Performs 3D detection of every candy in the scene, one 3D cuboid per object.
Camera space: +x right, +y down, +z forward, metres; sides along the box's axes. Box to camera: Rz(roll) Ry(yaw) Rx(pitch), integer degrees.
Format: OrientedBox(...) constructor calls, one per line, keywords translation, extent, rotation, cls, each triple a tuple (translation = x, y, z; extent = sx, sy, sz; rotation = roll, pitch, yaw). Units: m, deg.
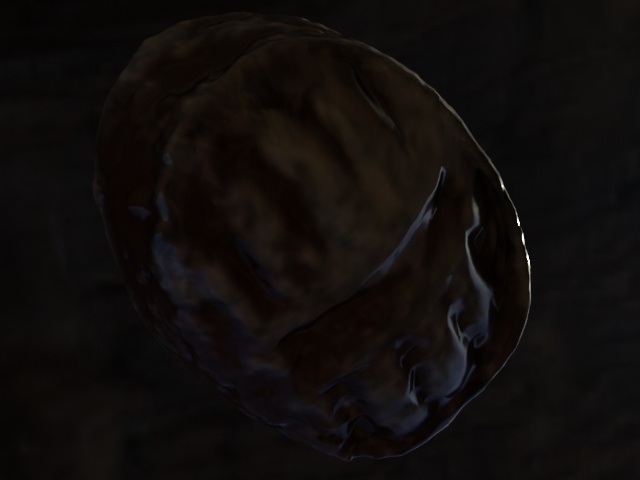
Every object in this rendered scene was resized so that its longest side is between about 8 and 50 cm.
OrientedBox(translation=(0.000, 0.000, 1.120), extent=(0.214, 0.289, 0.157), rotation=(-47, -148, -9), cls="candy")
